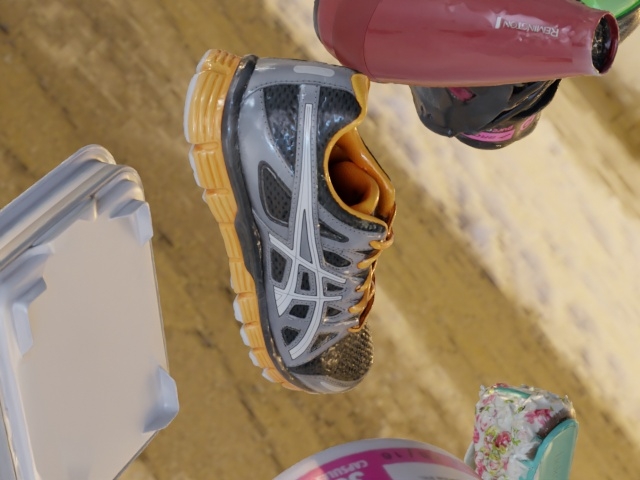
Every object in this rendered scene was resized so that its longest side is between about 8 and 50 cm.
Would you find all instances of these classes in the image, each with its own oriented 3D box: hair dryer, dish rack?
[{"bbox_3d":[0.070,-0.198,0.871,0.080,0.223,0.293,-6,55,-52],"label":"hair dryer"},{"bbox_3d":[-0.221,0.108,1.338,0.285,0.072,0.333,-47,140,-50],"label":"dish rack"}]

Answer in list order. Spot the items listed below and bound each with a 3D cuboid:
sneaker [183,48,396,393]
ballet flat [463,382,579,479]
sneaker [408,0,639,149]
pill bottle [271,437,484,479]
[{"bbox_3d":[0.000,0.000,0.718,0.084,0.083,0.215,-78,158,-43],"label":"sneaker"},{"bbox_3d":[0.138,0.203,1.086,0.077,0.241,0.091,30,36,36],"label":"ballet flat"},{"bbox_3d":[0.177,-0.181,1.313,0.483,0.185,0.202,-132,-146,-80],"label":"sneaker"},{"bbox_3d":[0.063,0.216,0.596,0.160,0.160,0.283,36,6,-31],"label":"pill bottle"}]
